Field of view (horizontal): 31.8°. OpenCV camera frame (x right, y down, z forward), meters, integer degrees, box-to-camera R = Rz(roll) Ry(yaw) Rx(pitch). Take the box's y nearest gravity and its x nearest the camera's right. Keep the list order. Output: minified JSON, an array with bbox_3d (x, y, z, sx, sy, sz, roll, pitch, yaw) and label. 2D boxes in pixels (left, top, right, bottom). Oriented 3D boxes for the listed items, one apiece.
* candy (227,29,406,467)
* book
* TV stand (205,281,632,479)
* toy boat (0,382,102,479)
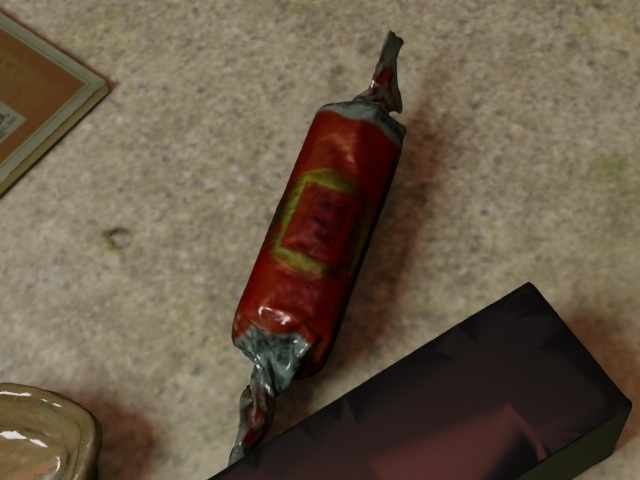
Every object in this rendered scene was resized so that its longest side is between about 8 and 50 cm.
[{"bbox_3d":[-0.001,-0.001,0.651,0.059,0.086,0.292,18,64,4],"label":"candy"},{"bbox_3d":[-0.289,-0.108,0.776,0.242,0.018,0.170,33,68,21],"label":"book"},{"bbox_3d":[0.021,0.135,0.573,0.270,0.082,0.088,-31,63,-11],"label":"TV stand"},{"bbox_3d":[-0.199,0.148,0.599,0.188,0.061,0.116,-25,60,-9],"label":"toy boat"}]
